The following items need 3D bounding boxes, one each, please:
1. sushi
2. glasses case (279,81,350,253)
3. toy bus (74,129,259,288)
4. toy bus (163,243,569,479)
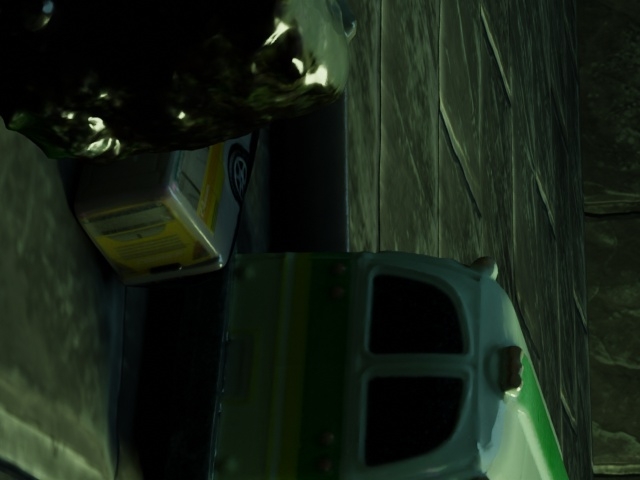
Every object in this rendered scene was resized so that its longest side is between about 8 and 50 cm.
[{"bbox_3d":[-0.063,-0.138,0.528,0.124,0.127,0.225,43,38,-70],"label":"sushi"},{"bbox_3d":[0.000,-0.001,0.926,0.072,0.042,0.190,57,31,-76],"label":"glasses case"},{"bbox_3d":[-0.058,-0.063,0.682,0.072,0.057,0.172,57,31,-46],"label":"toy bus"},{"bbox_3d":[0.034,0.112,0.781,0.276,0.165,0.133,60,30,-59],"label":"toy bus"}]
